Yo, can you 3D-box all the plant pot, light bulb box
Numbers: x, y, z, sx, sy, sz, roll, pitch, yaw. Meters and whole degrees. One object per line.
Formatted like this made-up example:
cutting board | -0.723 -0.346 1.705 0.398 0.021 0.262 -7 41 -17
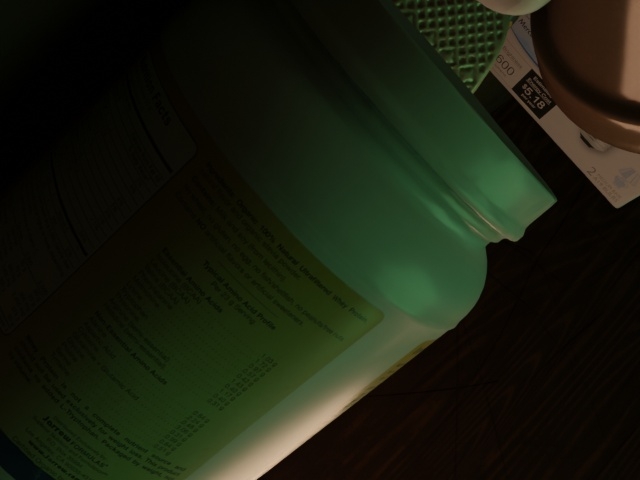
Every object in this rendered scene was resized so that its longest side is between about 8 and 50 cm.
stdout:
plant pot | 0.285 -0.227 0.642 0.263 0.263 0.229 -40 149 4
light bulb box | 0.496 -0.299 1.236 0.225 0.358 0.361 -40 176 -28

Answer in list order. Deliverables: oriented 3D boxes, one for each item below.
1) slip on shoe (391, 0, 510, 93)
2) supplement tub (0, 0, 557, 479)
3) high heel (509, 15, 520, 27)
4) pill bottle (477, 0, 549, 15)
slip on shoe | 0.027 -0.123 0.760 0.331 0.123 0.101 -42 -161 22
supplement tub | -0.051 0.004 0.476 0.316 0.228 0.228 -41 176 15
high heel | 0.154 -0.225 0.867 0.186 0.093 0.261 -42 177 -33
pill bottle | 0.169 -0.246 0.489 0.221 0.121 0.121 -40 176 -5
